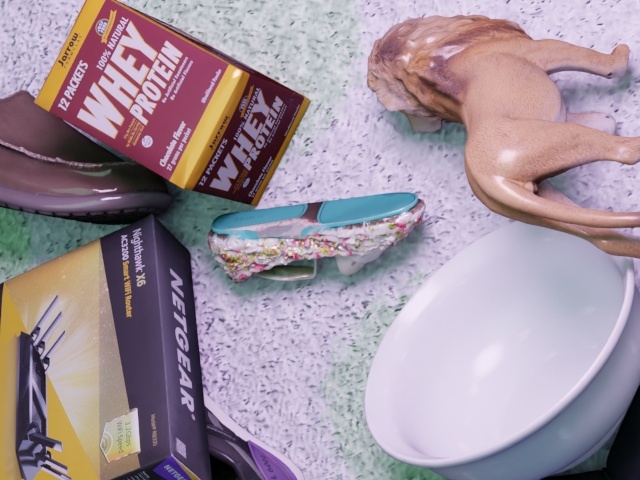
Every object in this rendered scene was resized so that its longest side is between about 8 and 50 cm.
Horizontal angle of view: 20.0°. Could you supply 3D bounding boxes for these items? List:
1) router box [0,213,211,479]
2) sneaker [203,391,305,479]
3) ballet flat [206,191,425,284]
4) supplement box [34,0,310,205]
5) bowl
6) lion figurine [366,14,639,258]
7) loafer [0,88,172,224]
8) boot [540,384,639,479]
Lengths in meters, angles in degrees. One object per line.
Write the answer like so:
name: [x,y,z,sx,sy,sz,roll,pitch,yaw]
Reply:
router box: [-0.243,0.151,1.843,0.243,0.081,0.309,-24,47,16]
sneaker: [-0.150,0.203,1.858,0.283,0.124,0.107,27,94,20]
ballet flat: [0.000,0.000,1.856,0.241,0.091,0.077,-6,114,23]
supplement box: [-0.147,-0.141,1.847,0.191,0.194,0.129,30,96,19]
bowl: [0.196,0.126,1.704,0.298,0.298,0.134,-36,119,14]
lion figurine: [0.181,-0.106,1.678,0.240,0.392,0.142,6,112,-10]
loafer: [-0.326,-0.098,1.939,0.366,0.134,0.130,10,89,20]
boot: [0.284,0.210,1.725,0.246,0.094,0.207,15,73,40]
